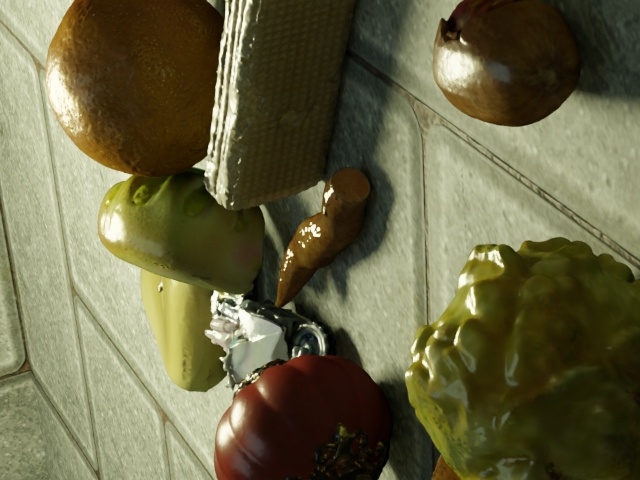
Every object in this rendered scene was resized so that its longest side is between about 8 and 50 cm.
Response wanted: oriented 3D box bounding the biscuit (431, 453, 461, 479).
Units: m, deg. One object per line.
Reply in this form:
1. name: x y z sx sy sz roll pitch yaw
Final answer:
1. biscuit: 0.236 0.324 1.617 0.367 0.063 0.314 50 140 37

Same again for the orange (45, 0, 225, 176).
1. orange: -0.221 -0.208 2.115 0.264 0.264 0.264 50 148 46

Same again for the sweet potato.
1. sweet potato: 0.000 0.000 1.977 0.281 0.059 0.067 124 139 -62

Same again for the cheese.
1. cheese: -0.182 0.057 2.378 0.259 0.128 0.316 65 152 29

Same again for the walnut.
1. walnut: 0.154 -0.158 1.431 0.207 0.116 0.115 -152 48 -71

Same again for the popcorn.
1. popcorn: 0.193 0.128 1.377 0.192 0.233 0.266 -1 78 62

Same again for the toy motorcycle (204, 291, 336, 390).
1. toy motorcycle: -0.079 0.172 2.162 0.239 0.108 0.204 37 118 60

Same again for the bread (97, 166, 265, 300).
1. bread: -0.184 -0.023 2.168 0.156 0.261 0.158 21 -92 -73

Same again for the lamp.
1. lamp: -0.024 0.235 1.984 0.227 0.227 0.227 50 148 46

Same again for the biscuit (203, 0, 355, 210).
1. biscuit: -0.046 -0.197 1.837 0.078 0.144 0.426 58 155 32
